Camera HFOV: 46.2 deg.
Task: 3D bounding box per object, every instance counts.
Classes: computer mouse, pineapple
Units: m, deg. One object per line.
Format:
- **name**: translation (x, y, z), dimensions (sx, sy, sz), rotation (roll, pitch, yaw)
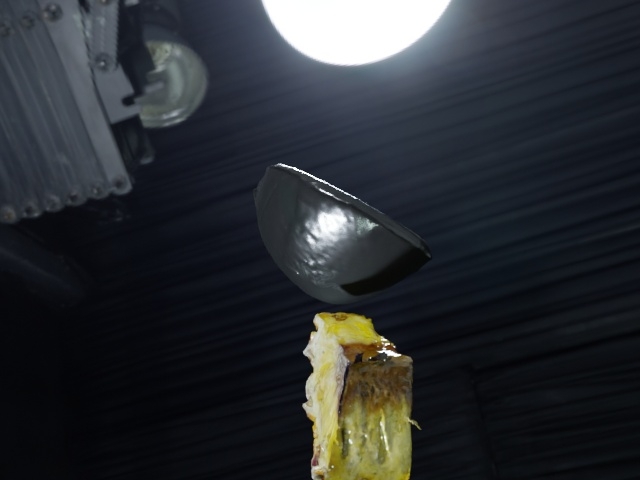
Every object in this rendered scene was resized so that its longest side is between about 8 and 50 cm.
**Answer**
- **computer mouse**: translation (0.000, 0.000, 0.647), dimensions (0.147, 0.088, 0.264), rotation (31, -178, -5)
- **pineapple**: translation (0.023, 0.103, 0.527), dimensions (0.116, 0.069, 0.137), rotation (113, 149, -53)
